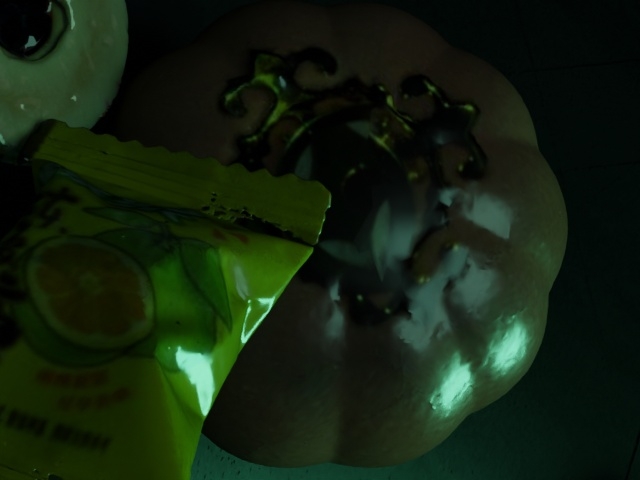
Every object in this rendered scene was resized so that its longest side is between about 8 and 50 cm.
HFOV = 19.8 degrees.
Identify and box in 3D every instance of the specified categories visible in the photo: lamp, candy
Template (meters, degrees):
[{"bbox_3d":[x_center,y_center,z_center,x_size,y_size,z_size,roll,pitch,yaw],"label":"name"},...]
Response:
[{"bbox_3d":[0.000,0.000,1.154,0.239,0.305,0.305,105,0,-72],"label":"lamp"},{"bbox_3d":[-0.117,0.039,0.929,0.297,0.187,0.081,-62,166,-48],"label":"candy"}]

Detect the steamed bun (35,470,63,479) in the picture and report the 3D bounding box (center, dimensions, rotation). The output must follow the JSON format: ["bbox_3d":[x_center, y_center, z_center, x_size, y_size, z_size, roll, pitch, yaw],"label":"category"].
[{"bbox_3d":[-0.167,0.278,0.903,0.374,0.334,0.334,-54,127,-24],"label":"steamed bun"}]

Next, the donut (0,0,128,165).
[{"bbox_3d":[-0.189,-0.130,1.077,0.174,0.068,0.174,1,89,-45],"label":"donut"}]
